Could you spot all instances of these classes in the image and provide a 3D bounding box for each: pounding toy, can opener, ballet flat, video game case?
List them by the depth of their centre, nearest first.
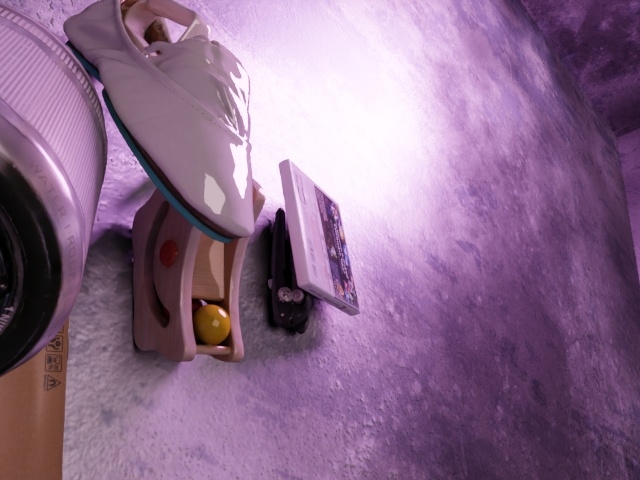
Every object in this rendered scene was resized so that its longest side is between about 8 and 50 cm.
[{"bbox_3d":[-0.148,-0.160,0.602,0.139,0.139,0.400,15,25,-45],"label":"ballet flat"},{"bbox_3d":[-0.112,0.006,0.704,0.154,0.154,0.270,13,64,-45],"label":"pounding toy"},{"bbox_3d":[-0.046,0.036,0.857,0.059,0.073,0.186,-3,67,-9],"label":"can opener"},{"bbox_3d":[0.000,0.000,0.885,0.173,0.022,0.191,36,38,-57],"label":"video game case"}]

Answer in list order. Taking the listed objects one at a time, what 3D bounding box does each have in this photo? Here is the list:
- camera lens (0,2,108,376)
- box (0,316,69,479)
[{"bbox_3d":[-0.268,-0.046,0.424,0.219,0.219,0.274,41,13,-30],"label":"camera lens"},{"bbox_3d":[-0.301,0.151,0.525,0.164,0.021,0.201,14,63,-45],"label":"box"}]
